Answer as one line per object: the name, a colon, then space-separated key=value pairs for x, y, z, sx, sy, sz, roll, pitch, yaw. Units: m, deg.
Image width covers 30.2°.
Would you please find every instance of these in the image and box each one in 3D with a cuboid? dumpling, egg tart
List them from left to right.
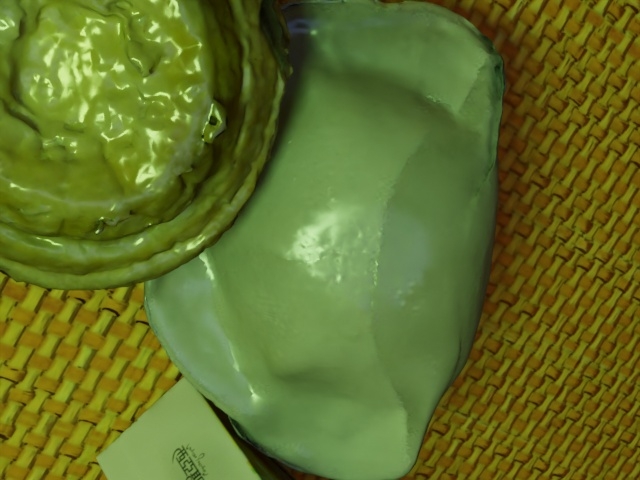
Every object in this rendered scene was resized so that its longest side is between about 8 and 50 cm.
egg tart: x=-0.145 y=-0.105 z=0.729 sx=0.290 sy=0.115 sz=0.290 roll=-4 pitch=104 yaw=-15
dumpling: x=-0.001 y=0.003 z=0.879 sx=0.260 sy=0.181 sz=0.341 roll=9 pitch=122 yaw=-11

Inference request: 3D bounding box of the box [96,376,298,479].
box: x=-0.041 y=0.257 z=0.962 sx=0.111 sy=0.194 sz=0.260 roll=-44 pitch=128 yaw=-3
